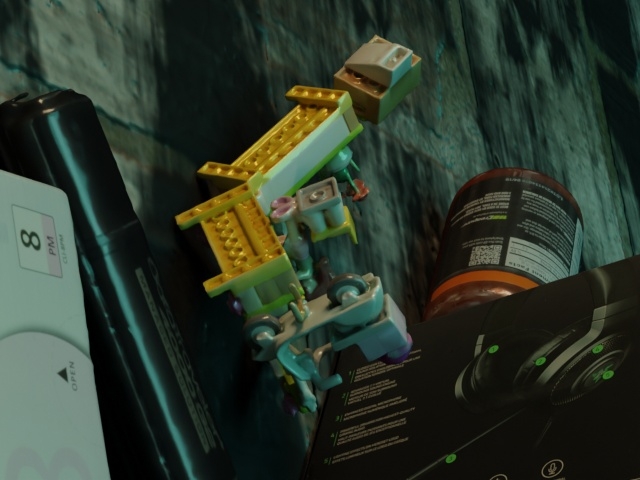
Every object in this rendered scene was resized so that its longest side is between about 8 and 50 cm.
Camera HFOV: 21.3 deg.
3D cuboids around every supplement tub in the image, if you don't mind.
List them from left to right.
[{"bbox_3d":[0.128,0.042,1.210,0.106,0.106,0.198,57,31,-27],"label":"supplement tub"}]

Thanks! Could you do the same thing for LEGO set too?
[{"bbox_3d":[0.000,0.000,0.983,0.287,0.132,0.107,-79,150,-55],"label":"LEGO set"}]

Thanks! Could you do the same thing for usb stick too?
[{"bbox_3d":[-0.092,0.056,0.845,0.077,0.045,0.278,-44,113,-78],"label":"usb stick"}]

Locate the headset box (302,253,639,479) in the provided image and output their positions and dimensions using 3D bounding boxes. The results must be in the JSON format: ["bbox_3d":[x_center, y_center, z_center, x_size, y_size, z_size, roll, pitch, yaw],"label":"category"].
[{"bbox_3d":[0.119,0.150,0.967,0.131,0.246,0.283,56,29,-27],"label":"headset box"}]

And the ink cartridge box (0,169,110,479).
[{"bbox_3d":[-0.178,0.051,0.678,0.232,0.066,0.189,23,53,-61],"label":"ink cartridge box"}]
